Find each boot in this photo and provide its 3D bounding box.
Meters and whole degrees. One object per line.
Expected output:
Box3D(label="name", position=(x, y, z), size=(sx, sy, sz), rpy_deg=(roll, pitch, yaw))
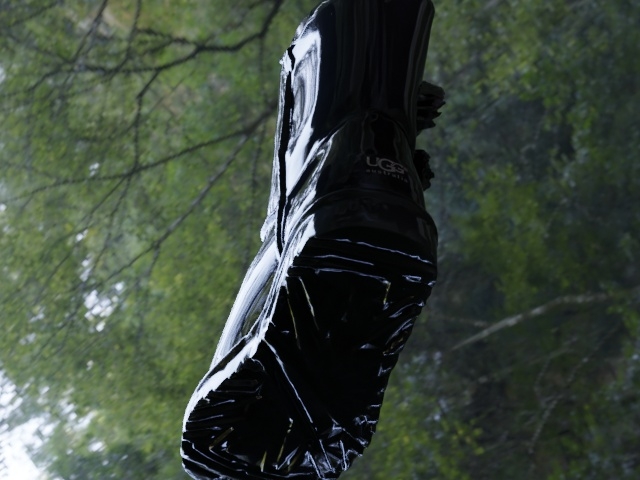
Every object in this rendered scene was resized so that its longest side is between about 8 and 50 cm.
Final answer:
Box3D(label="boot", position=(0.000, 0.000, 0.661), size=(0.094, 0.246, 0.207), rpy_deg=(16, -137, -10))
